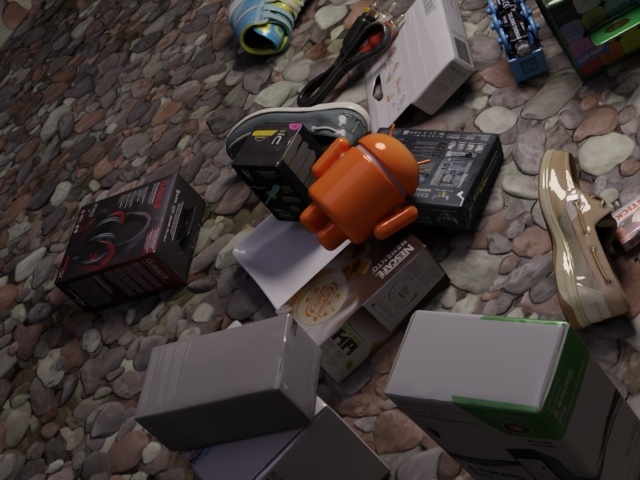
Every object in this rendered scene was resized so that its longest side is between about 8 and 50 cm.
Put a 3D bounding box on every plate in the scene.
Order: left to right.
[{"bbox_3d":[0.000,0.000,1.881,0.277,0.045,0.278,-42,39,-1],"label":"plate"}]

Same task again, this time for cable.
[{"bbox_3d":[0.068,-0.363,2.145,0.287,0.072,0.139,-56,41,17],"label":"cable"}]

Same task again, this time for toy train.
[{"bbox_3d":[0.354,-0.374,1.900,0.080,0.105,0.184,-19,43,11],"label":"toy train"}]

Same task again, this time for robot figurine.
[{"bbox_3d":[0.070,-0.080,1.679,0.219,0.128,0.158,-44,34,0],"label":"robot figurine"}]

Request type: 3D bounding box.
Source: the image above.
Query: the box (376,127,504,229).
[{"bbox_3d":[0.171,-0.109,1.787,0.232,0.059,0.183,6,47,31],"label":"box"}]

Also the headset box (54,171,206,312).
[{"bbox_3d":[-0.370,0.001,2.131,0.293,0.110,0.218,-16,44,28],"label":"headset box"}]

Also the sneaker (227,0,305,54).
[{"bbox_3d":[-0.068,-0.538,2.394,0.319,0.127,0.208,-38,36,19],"label":"sneaker"}]

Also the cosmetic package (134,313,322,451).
[{"bbox_3d":[-0.124,0.196,1.436,0.238,0.107,0.127,-12,46,26],"label":"cosmetic package"}]

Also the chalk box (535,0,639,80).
[{"bbox_3d":[0.470,-0.412,1.787,0.180,0.179,0.289,-27,41,15],"label":"chalk box"}]

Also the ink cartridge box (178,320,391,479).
[{"bbox_3d":[-0.078,0.294,1.542,0.197,0.198,0.270,-45,40,-7],"label":"ink cartridge box"}]

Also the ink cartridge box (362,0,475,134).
[{"bbox_3d":[0.184,-0.339,2.047,0.239,0.060,0.275,-47,31,34],"label":"ink cartridge box"}]

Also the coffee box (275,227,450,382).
[{"bbox_3d":[0.067,0.090,1.696,0.246,0.098,0.141,-42,38,-2],"label":"coffee box"}]

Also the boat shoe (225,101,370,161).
[{"bbox_3d":[-0.059,-0.191,2.058,0.319,0.116,0.099,-8,45,27],"label":"boat shoe"}]

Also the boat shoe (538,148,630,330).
[{"bbox_3d":[0.385,-0.014,1.531,0.098,0.109,0.302,-18,49,23],"label":"boat shoe"}]

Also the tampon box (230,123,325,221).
[{"bbox_3d":[-0.054,-0.120,1.877,0.120,0.161,0.101,5,56,42],"label":"tampon box"}]

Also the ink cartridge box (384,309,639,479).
[{"bbox_3d":[0.247,0.212,1.283,0.211,0.289,0.121,0,57,40],"label":"ink cartridge box"}]

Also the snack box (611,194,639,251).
[{"bbox_3d":[0.503,-0.057,1.540,0.178,0.022,0.064,-36,37,6],"label":"snack box"}]
